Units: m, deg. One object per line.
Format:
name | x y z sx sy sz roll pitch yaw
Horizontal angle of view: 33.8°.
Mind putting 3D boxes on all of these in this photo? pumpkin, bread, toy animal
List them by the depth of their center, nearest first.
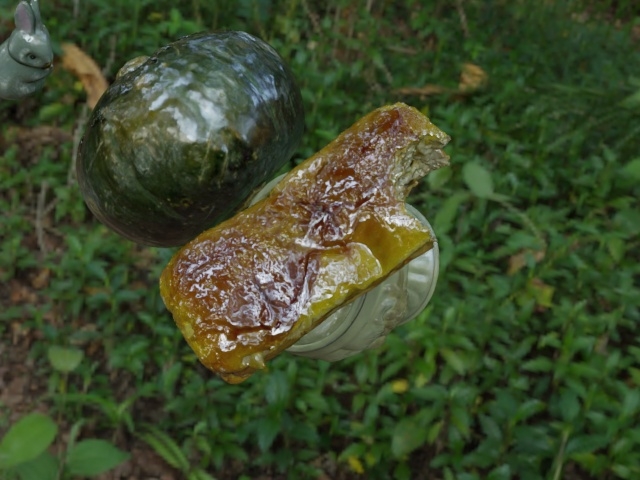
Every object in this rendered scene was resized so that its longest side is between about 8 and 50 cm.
bread | 0.000 0.000 1.212 0.380 0.109 0.185 -37 57 -4
pumpkin | -0.243 -0.193 1.950 0.344 0.454 0.454 49 26 -4
toy animal | -0.550 -0.346 1.960 0.138 0.236 0.108 -39 93 -30

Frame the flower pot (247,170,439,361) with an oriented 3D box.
flower pot | 0.043 0.036 1.669 0.307 0.307 0.244 30 18 38
